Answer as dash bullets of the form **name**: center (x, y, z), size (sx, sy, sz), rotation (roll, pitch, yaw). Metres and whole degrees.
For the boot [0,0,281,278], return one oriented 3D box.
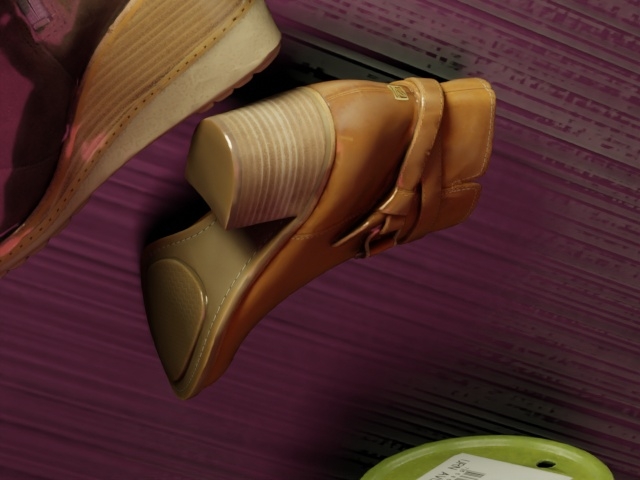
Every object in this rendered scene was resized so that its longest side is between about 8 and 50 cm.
- **boot**: center (-0.164, -0.101, 0.845), size (0.248, 0.090, 0.207), rotation (-36, 111, 11)

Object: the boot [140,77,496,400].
- **boot**: center (0.000, 0.000, 0.941), size (0.152, 0.073, 0.197), rotation (-13, 148, -30)

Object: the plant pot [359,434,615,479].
- **plant pot**: center (0.095, 0.266, 1.036), size (0.274, 0.275, 0.294), rotation (-8, 107, -8)
